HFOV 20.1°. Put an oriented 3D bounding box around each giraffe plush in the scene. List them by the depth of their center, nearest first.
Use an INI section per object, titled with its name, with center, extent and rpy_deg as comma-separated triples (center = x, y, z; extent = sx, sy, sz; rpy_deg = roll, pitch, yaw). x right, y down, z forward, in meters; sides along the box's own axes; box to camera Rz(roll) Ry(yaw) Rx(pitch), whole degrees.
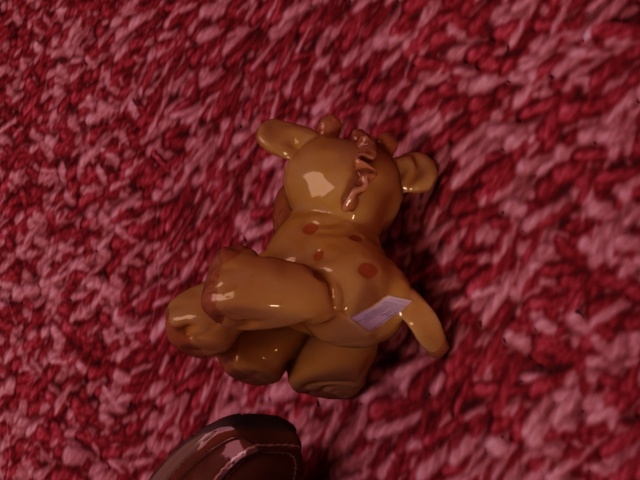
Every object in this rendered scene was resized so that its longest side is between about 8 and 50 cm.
[giraffe plush]
center = 0.000, 0.000, 1.324
extent = 0.210, 0.181, 0.170
rpy_deg = -22, 52, 41

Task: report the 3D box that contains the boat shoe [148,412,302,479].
[boat shoe]
center = -0.090, 0.277, 1.388
extent = 0.120, 0.123, 0.324
rpy_deg = 58, 133, 42
